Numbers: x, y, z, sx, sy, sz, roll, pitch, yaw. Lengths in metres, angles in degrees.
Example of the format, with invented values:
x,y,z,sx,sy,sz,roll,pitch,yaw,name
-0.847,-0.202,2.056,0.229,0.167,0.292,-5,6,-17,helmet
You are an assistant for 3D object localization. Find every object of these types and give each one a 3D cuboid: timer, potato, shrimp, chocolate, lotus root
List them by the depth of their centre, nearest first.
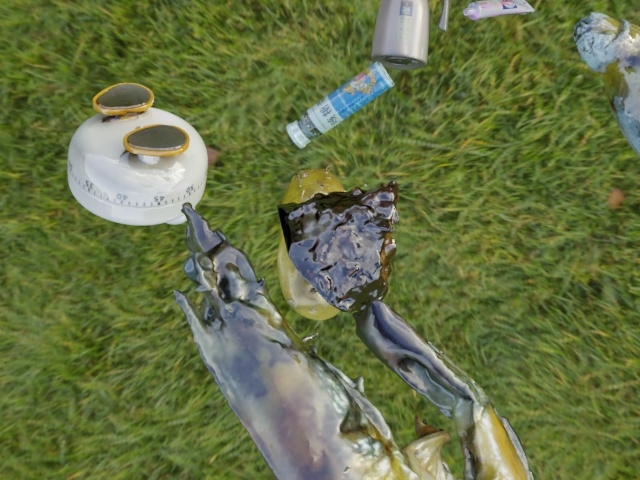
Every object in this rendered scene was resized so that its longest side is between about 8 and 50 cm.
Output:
x,y,z,sx,sy,sz,roll,pitch,yaw,name
0.039,0.130,0.859,0.445,0.272,0.085,49,128,7,shrimp
0.409,-0.141,1.117,0.322,0.158,0.140,44,54,-1,lotus root
0.072,-0.013,1.619,0.177,0.224,0.206,-39,129,23,chocolate
-0.302,-0.110,1.714,0.234,0.233,0.240,14,130,2,timer
0.000,0.000,1.883,0.173,0.140,0.300,22,53,-29,potato

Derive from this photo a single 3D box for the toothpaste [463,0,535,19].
x,y,z,sx,sy,sz,roll,pitch,yaw,name
0.289,-0.381,1.677,0.045,0.170,0.028,50,134,22,toothpaste

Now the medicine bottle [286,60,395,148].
x,y,z,sx,sy,sz,roll,pitch,yaw,name
0.032,-0.224,1.698,0.191,0.051,0.051,-34,91,15,medicine bottle

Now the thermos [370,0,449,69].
x,y,z,sx,sy,sz,roll,pitch,yaw,name
0.173,-0.424,1.918,0.137,0.105,0.193,6,85,19,thermos
